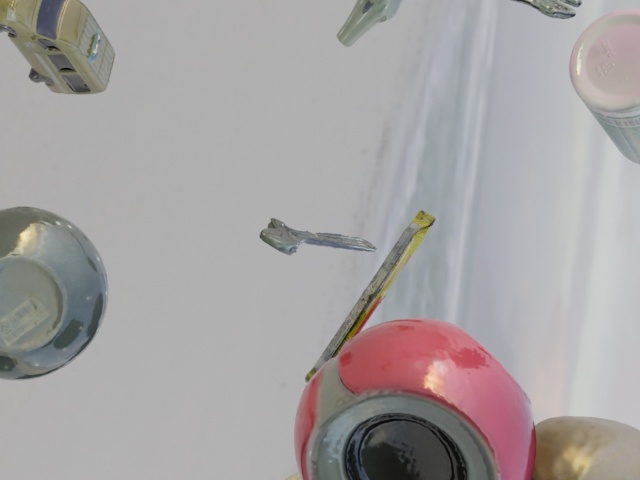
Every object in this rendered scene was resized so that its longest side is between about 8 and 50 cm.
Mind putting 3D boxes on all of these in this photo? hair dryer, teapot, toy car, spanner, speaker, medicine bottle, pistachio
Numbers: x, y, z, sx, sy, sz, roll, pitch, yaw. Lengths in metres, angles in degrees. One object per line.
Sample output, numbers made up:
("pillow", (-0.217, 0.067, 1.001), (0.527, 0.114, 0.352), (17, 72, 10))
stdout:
("hair dryer", (0.034, -0.400, 1.977), (0.067, 0.199, 0.167), (-39, 163, -46))
("teapot", (-0.323, 0.043, 1.367), (0.251, 0.184, 0.183), (-134, -132, -77))
("toy car", (-0.407, -0.318, 1.930), (0.256, 0.124, 0.101), (66, 33, -69))
("spanner", (0.154, -0.303, 1.438), (0.071, 0.302, 0.017), (-75, 179, -52))
("speaker", (0.110, 0.245, 1.531), (0.294, 0.294, 0.294), (6, 90, -83))
("medicine bottle", (0.406, -0.171, 1.545), (0.274, 0.133, 0.133), (33, 61, -58))
("pistachio", (0.355, 0.297, 1.623), (0.138, 0.238, 0.153), (-41, -129, 41))
("spanner", (0.000, 0.000, 2.247), (0.325, 0.093, 0.026), (6, 121, -51))

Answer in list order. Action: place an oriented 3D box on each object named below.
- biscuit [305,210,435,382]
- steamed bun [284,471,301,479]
("biscuit", (0.067, 0.082, 1.738), (0.292, 0.026, 0.048), (-56, -147, 1))
("steamed bun", (0.052, 0.520, 1.923), (0.237, 0.394, 0.346), (43, 9, -32))
